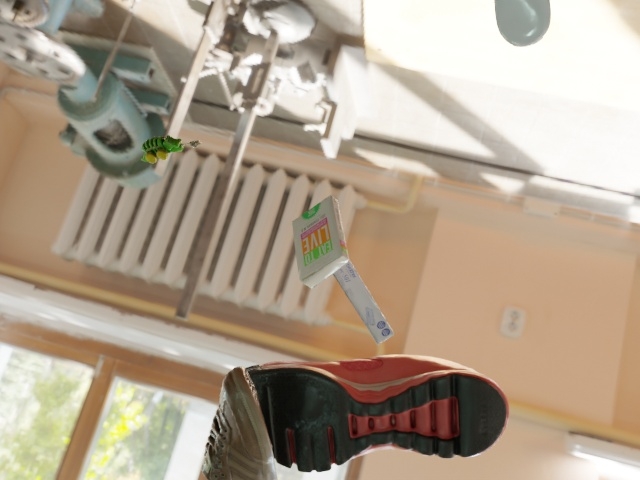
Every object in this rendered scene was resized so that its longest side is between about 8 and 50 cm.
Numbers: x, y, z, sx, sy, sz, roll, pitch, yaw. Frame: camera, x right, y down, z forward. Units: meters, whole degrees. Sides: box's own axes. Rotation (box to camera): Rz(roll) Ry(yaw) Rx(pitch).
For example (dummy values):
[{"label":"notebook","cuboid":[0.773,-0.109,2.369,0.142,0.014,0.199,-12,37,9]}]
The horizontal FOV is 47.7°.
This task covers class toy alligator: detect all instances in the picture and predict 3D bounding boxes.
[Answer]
[{"label":"toy alligator","cuboid":[-0.374,-0.232,1.752,0.190,0.056,0.051,-10,131,32]}]

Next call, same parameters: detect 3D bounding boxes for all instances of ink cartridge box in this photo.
[{"label":"ink cartridge box","cuboid":[0.081,0.113,1.538,0.207,0.046,0.097,58,-178,-23]}]

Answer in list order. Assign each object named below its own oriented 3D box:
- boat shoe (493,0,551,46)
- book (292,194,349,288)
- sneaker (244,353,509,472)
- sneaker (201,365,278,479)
[{"label":"boat shoe","cuboid":[0.297,-0.445,1.078,0.108,0.301,0.102,-6,-162,16]},{"label":"book","cuboid":[0.000,0.000,1.288,0.096,0.144,0.035,-35,133,25]},{"label":"sneaker","cuboid":[0.049,0.188,0.835,0.314,0.115,0.136,1,-174,5]},{"label":"sneaker","cuboid":[-0.085,0.210,0.715,0.071,0.188,0.066,-15,-149,-11]}]
